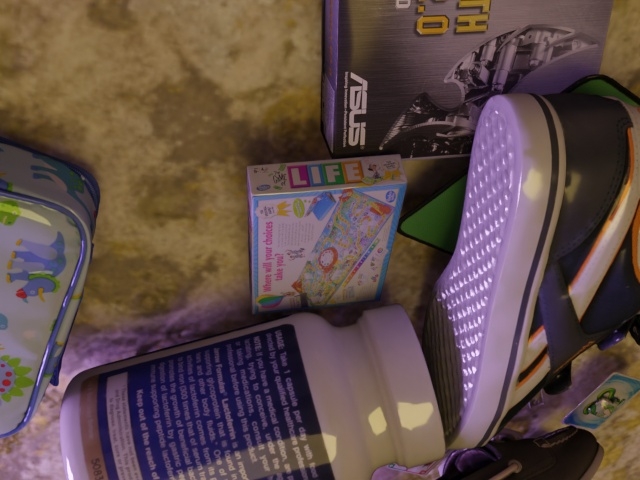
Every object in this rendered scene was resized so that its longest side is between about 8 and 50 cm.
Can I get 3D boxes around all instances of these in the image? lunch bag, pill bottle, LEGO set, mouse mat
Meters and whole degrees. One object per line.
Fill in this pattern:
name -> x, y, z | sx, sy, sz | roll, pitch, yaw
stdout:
lunch bag -> -0.253, 0.031, 0.574 | 0.176, 0.090, 0.218 | 16, 118, -19
pill bottle -> -0.048, 0.141, 0.649 | 0.265, 0.153, 0.153 | -15, 124, -1
LEGO set -> 0.192, 0.135, 0.772 | 0.183, 0.060, 0.244 | 18, 124, -29
mouse mat -> 0.167, -0.037, 0.618 | 0.153, 0.007, 0.190 | 21, 133, -37

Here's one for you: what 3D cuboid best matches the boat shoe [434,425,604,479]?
boat shoe -> 0.104, 0.209, 0.670 | 0.335, 0.095, 0.112 | -23, 167, -35

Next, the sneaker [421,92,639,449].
sneaker -> 0.156, 0.041, 0.593 | 0.128, 0.126, 0.321 | -3, 137, -10

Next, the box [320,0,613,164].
box -> 0.094, -0.166, 0.536 | 0.183, 0.056, 0.230 | -4, 124, -8

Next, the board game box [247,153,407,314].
board game box -> 0.000, 0.000, 0.609 | 0.104, 0.026, 0.154 | -5, 146, -8
